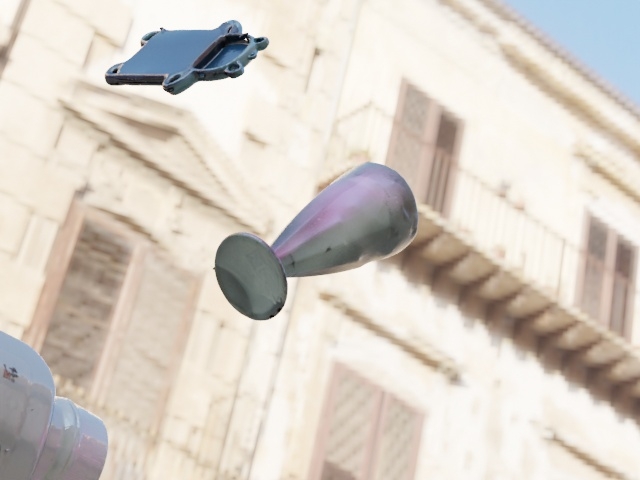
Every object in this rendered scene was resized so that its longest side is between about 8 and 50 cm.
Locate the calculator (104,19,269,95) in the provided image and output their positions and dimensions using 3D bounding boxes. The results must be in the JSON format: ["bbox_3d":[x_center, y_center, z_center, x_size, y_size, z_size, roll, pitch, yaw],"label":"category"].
[{"bbox_3d":[-0.102,-0.142,1.248,0.141,0.094,0.019,4,-48,40],"label":"calculator"}]

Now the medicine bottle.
[{"bbox_3d":[-0.329,0.146,1.402,0.111,0.161,0.296,-10,-34,42],"label":"medicine bottle"}]

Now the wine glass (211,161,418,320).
[{"bbox_3d":[0.000,0.000,1.131,0.073,0.155,0.073,16,-62,32],"label":"wine glass"}]
